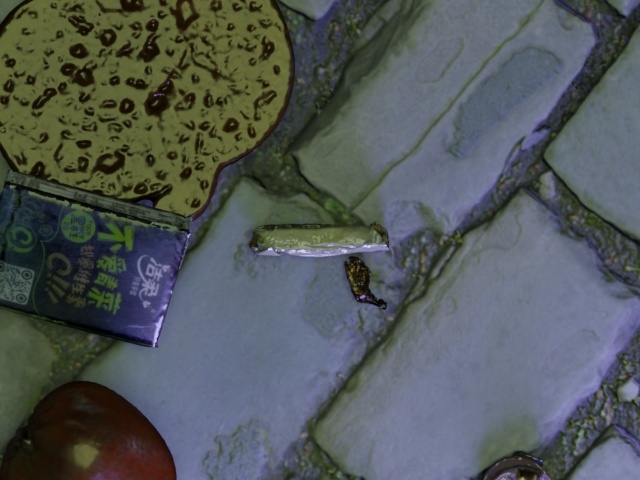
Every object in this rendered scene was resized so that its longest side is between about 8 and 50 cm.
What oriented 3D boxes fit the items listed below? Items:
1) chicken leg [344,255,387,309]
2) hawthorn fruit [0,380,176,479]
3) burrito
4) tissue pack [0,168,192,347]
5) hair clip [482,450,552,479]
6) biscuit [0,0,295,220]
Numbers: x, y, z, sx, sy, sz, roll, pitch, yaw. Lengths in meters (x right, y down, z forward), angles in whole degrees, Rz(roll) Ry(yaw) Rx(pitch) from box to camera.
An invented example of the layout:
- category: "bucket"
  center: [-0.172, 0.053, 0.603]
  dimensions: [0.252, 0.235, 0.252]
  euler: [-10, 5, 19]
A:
- category: "chicken leg"
  center: [0.055, 0.059, 1.941]
  dimensions: [0.036, 0.021, 0.083]
  euler: [-28, 92, -20]
- category: "hawthorn fruit"
  center: [-0.258, 0.287, 1.799]
  dimensions: [0.251, 0.199, 0.199]
  euler: [32, 81, -26]
- category: "burrito"
  center: [0.000, 0.000, 1.927]
  dimensions: [0.185, 0.041, 0.045]
  euler: [0, 69, -8]
- category: "tissue pack"
  center: [-0.290, 0.023, 1.828]
  dimensions: [0.235, 0.073, 0.173]
  euler: [14, 113, -9]
- category: "hair clip"
  center: [0.252, 0.456, 1.934]
  dimensions: [0.110, 0.095, 0.358]
  euler: [5, 74, 25]
- category: "biscuit"
  center: [-0.221, -0.187, 1.886]
  dimensions: [0.394, 0.070, 0.350]
  euler: [-15, 92, -10]
